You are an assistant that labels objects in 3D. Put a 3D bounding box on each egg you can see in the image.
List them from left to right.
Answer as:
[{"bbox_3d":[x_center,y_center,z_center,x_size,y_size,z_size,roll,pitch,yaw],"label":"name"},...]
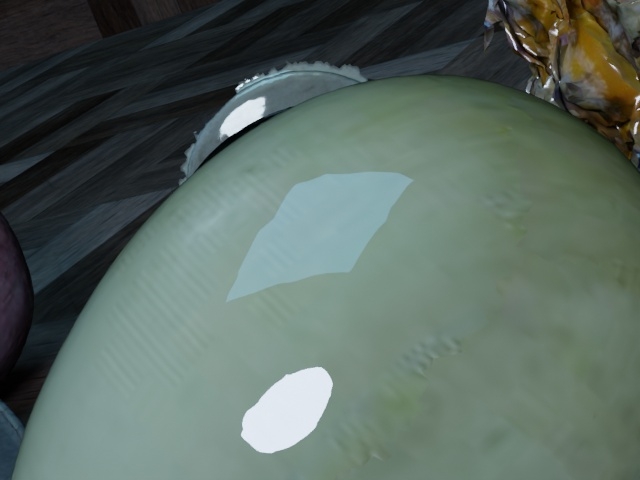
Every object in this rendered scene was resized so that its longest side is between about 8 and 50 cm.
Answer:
[{"bbox_3d":[0.010,0.069,0.555,0.295,0.218,0.218,-41,21,-16],"label":"egg"}]

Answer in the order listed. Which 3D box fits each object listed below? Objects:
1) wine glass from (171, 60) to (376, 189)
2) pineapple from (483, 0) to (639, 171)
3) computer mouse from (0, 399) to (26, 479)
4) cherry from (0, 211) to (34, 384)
[{"bbox_3d":[0.003,0.003,0.840,0.191,0.190,0.357,-21,11,2],"label":"wine glass"},{"bbox_3d":[0.249,-0.135,0.710,0.352,0.352,0.300,-34,14,-36],"label":"pineapple"},{"bbox_3d":[-0.295,0.154,0.851,0.374,0.114,0.203,-3,24,47],"label":"computer mouse"},{"bbox_3d":[-0.328,0.034,1.065,0.285,0.236,0.213,-42,1,38],"label":"cherry"}]
